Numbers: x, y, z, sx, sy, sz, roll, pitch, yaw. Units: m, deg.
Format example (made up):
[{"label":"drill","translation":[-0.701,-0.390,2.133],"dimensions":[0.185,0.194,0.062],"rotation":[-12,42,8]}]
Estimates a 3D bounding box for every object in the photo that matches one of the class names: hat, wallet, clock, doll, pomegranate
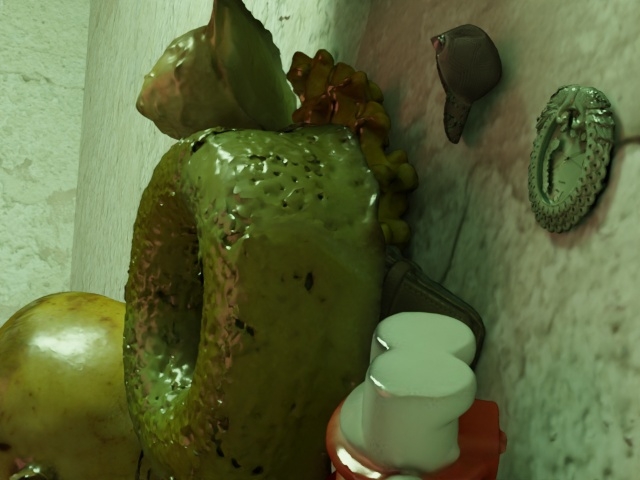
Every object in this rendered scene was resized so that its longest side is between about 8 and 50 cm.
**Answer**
[{"label":"hat","translation":[0.098,-0.105,0.626],"dimensions":[0.087,0.042,0.058],"rotation":[71,-165,-49]},{"label":"wallet","translation":[0.036,0.063,0.646],"dimensions":[0.152,0.038,0.118],"rotation":[35,114,39]},{"label":"clock","translation":[0.136,-0.045,0.530],"dimensions":[0.074,0.010,0.083],"rotation":[-147,66,-67]},{"label":"doll","translation":[0.043,0.183,0.518],"dimensions":[0.161,0.129,0.290],"rotation":[-77,-11,-65]},{"label":"pomegranate","translation":[-0.294,0.201,1.178],"dimensions":[0.307,0.307,0.307],"rotation":[-172,90,-69]}]

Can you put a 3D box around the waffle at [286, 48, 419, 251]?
[{"label":"waffle","translation":[0.000,0.000,0.798],"dimensions":[0.260,0.069,0.293],"rotation":[-121,45,-54]}]

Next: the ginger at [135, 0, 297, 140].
[{"label":"ginger","translation":[-0.090,-0.131,0.913],"dimensions":[0.122,0.193,0.115],"rotation":[-23,63,14]}]

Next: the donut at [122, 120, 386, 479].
[{"label":"donut","translation":[-0.061,0.047,0.638],"dimensions":[0.272,0.107,0.272],"rotation":[-31,55,59]}]

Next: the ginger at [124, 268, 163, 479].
[{"label":"ginger","translation":[-0.146,0.180,1.036],"dimensions":[0.133,0.107,0.309],"rotation":[-5,78,35]}]
